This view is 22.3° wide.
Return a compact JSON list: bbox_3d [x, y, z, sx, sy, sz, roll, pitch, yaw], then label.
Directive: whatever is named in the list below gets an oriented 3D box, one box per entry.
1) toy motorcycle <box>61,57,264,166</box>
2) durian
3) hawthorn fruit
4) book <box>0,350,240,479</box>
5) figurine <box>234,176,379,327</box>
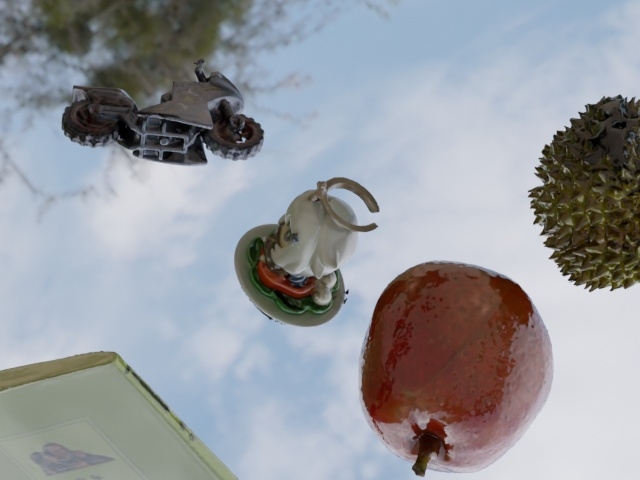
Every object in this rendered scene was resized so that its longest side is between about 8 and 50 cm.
[{"bbox_3d":[-0.167,-0.139,1.745,0.215,0.080,0.122,5,-139,-8],"label":"toy motorcycle"},{"bbox_3d":[0.300,-0.058,1.565,0.237,0.138,0.193,-7,-144,41],"label":"durian"},{"bbox_3d":[0.122,0.139,1.548,0.196,0.196,0.225,-14,-143,36],"label":"hawthorn fruit"},{"bbox_3d":[-0.208,0.231,1.597,0.239,0.352,0.035,-13,-135,23],"label":"book"},{"bbox_3d":[0.000,0.000,1.638,0.153,0.132,0.132,-51,-171,44],"label":"figurine"}]
